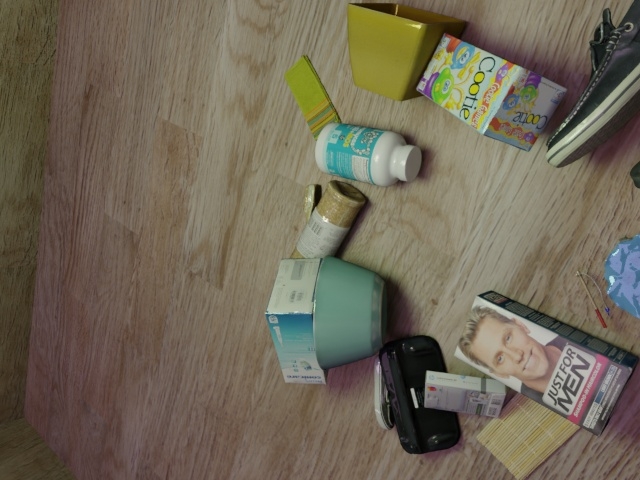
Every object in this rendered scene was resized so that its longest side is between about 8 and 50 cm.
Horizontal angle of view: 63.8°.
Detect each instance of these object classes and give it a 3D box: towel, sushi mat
[{"bbox_3d":[-0.029,-0.420,1.518,0.102,0.021,0.237,-32,79,34],"label":"towel"},{"bbox_3d":[0.531,0.445,1.264,0.151,0.019,0.316,42,119,24],"label":"sushi mat"}]

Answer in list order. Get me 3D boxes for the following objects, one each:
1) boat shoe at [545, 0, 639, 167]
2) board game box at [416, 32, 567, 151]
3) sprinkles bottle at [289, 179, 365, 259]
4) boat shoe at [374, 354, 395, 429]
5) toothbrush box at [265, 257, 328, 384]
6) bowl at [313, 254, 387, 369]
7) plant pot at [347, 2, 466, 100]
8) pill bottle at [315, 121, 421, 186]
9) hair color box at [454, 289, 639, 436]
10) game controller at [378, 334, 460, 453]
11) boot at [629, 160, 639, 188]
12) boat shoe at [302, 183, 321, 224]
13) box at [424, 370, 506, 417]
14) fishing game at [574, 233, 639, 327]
[{"bbox_3d":[0.593,-0.364,0.987,0.156,0.187,0.500,42,113,24],"label":"boat shoe"},{"bbox_3d":[0.356,-0.325,1.109,0.142,0.145,0.275,-64,32,25],"label":"board game box"},{"bbox_3d":[0.000,0.000,1.505,0.121,0.121,0.355,41,119,23],"label":"sprinkles bottle"},{"bbox_3d":[0.199,0.435,1.463,0.070,0.078,0.219,-3,94,36],"label":"boat shoe"},{"bbox_3d":[-0.046,0.227,1.436,0.126,0.216,0.295,0,128,10],"label":"toothbrush box"},{"bbox_3d":[0.093,0.197,1.393,0.163,0.311,0.311,1,99,12],"label":"bowl"},{"bbox_3d":[0.191,-0.457,1.252,0.212,0.212,0.187,30,126,28],"label":"plant pot"},{"bbox_3d":[0.128,-0.225,1.361,0.264,0.146,0.146,17,107,32],"label":"pill bottle"},{"bbox_3d":[0.504,0.268,1.181,0.347,0.105,0.173,26,109,35],"label":"hair color box"},{"bbox_3d":[0.269,0.421,1.401,0.167,0.067,0.318,-14,90,2],"label":"game controller"},{"bbox_3d":[0.793,-0.015,0.838,0.367,0.146,0.445,-29,100,26],"label":"boot"},{"bbox_3d":[-0.028,-0.104,1.557,0.045,0.050,0.135,11,94,37],"label":"boat shoe"},{"bbox_3d":[0.356,0.385,1.283,0.187,0.038,0.145,3,140,13],"label":"box"},{"bbox_3d":[0.692,0.073,1.075,0.264,0.041,0.189,-28,81,27],"label":"fishing game"}]
